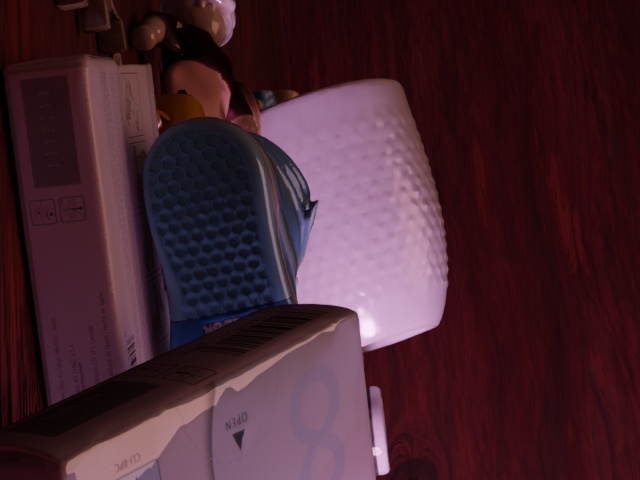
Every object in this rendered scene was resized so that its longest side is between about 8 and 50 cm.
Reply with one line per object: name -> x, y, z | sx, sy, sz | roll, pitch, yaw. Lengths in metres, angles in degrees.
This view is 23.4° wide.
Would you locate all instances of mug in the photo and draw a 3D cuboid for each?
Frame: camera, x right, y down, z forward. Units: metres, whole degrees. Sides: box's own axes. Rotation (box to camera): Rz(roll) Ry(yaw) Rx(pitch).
mug -> 0.000, 0.000, 2.117 | 0.276, 0.374, 0.328 | -10, 78, -46

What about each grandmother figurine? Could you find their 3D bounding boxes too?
grandmother figurine -> -0.139, -0.168, 1.682 | 0.342, 0.104, 0.208 | -93, 158, -46

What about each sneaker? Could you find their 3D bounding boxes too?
sneaker -> -0.052, 0.053, 1.273 | 0.208, 0.127, 0.319 | -35, 121, -78

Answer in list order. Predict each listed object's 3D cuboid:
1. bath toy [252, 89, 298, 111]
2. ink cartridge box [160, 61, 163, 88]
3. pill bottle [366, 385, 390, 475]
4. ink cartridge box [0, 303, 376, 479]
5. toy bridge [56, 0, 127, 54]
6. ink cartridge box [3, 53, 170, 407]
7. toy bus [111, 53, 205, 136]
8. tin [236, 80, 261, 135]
bath toy -> -0.056, -0.047, 2.327 | 0.129, 0.151, 0.348 | 19, 60, -66
ink cartridge box -> -0.145, -0.142, 1.894 | 0.209, 0.062, 0.109 | 72, 11, -78
pill bottle -> -0.017, 0.262, 2.041 | 0.119, 0.209, 0.119 | -7, 90, -87
ink cartridge box -> -0.066, 0.264, 1.000 | 0.308, 0.091, 0.385 | -24, 109, -55
toy bridge -> -0.201, -0.214, 1.351 | 0.188, 0.026, 0.063 | 59, 23, -82
ink cartridge box -> -0.165, 0.010, 1.188 | 0.261, 0.066, 0.296 | -67, 150, -84
toy bus -> -0.143, -0.085, 1.424 | 0.191, 0.104, 0.202 | -32, 116, -87
tin -> -0.118, -0.111, 1.994 | 0.106, 0.040, 0.189 | 8, -76, 47
